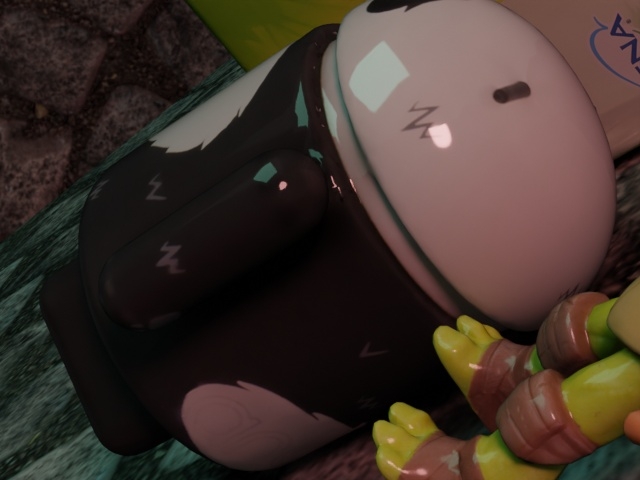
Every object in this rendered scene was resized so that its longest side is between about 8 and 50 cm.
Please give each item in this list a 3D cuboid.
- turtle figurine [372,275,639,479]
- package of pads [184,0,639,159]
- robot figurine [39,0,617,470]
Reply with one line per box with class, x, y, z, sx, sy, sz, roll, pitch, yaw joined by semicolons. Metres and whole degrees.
turtle figurine;0.128;0.019;0.493;0.217;0.087;0.269;-35;21;39
package of pads;0.103;-0.141;0.757;0.296;0.229;0.101;-29;24;28
robot figurine;0.000;-0.002;0.676;0.278;0.173;0.209;-31;29;26
